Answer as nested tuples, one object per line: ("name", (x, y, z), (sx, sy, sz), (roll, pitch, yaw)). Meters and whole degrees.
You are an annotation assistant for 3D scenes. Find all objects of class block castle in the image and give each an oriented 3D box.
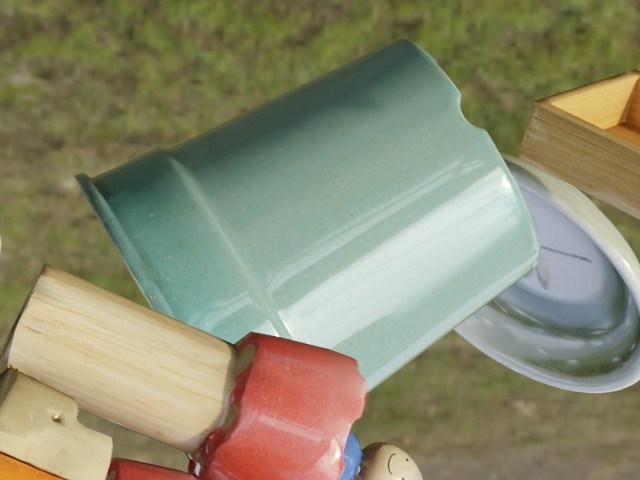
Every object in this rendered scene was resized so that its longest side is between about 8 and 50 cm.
("block castle", (-0.124, 0.263, 0.819), (0.213, 0.453, 0.303), (24, 149, -13))

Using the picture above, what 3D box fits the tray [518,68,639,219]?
("tray", (0.425, -0.045, 1.842), (0.411, 0.076, 0.203), (31, -149, 30))

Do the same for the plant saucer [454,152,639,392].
("plant saucer", (0.259, 0.015, 2.266), (0.400, 0.100, 0.400), (31, 151, 19))

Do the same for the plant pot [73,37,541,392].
("plant pot", (0.000, 0.000, 1.710), (0.334, 0.341, 0.341), (-32, 162, -5))
